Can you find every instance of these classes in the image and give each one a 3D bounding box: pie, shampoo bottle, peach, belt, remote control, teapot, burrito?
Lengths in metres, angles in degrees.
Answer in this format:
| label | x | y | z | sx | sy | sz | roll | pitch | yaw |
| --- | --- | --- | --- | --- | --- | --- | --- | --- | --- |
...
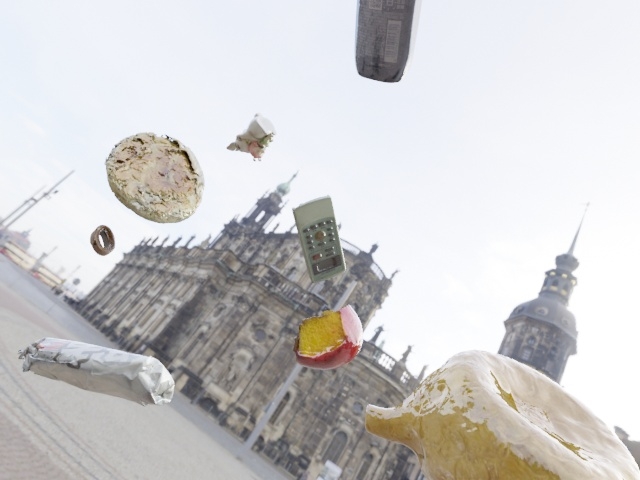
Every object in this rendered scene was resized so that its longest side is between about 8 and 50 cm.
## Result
| label | x | y | z | sx | sy | sz | roll | pitch | yaw |
| --- | --- | --- | --- | --- | --- | --- | --- | --- | --- |
| pie | -0.430 | -0.172 | 1.105 | 0.274 | 0.274 | 0.055 | 43 | -42 | -14 |
| shampoo bottle | 0.085 | -0.319 | 0.498 | 0.087 | 0.049 | 0.234 | 27 | -46 | 30 |
| peach | 0.024 | 0.188 | 0.798 | 0.118 | 0.151 | 0.151 | 23 | -28 | 20 |
| belt | -0.604 | 0.001 | 1.138 | 0.036 | 0.059 | 0.083 | -27 | -105 | 34 |
| remote control | 0.000 | 0.000 | 1.216 | 0.038 | 0.123 | 0.286 | -126 | -160 | -50 |
| teapot | 0.193 | 0.234 | 0.416 | 0.311 | 0.167 | 0.203 | 26 | 17 | 6 |
| burrito | -0.579 | 0.313 | 1.020 | 0.444 | 0.101 | 0.139 | 10 | -44 | 10 |

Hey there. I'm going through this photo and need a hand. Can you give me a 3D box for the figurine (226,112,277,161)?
| label | x | y | z | sx | sy | sz | roll | pitch | yaw |
| --- | --- | --- | --- | --- | --- | --- | --- | --- | --- |
| figurine | -0.190 | -0.261 | 1.107 | 0.146 | 0.098 | 0.081 | -38 | -33 | 31 |
